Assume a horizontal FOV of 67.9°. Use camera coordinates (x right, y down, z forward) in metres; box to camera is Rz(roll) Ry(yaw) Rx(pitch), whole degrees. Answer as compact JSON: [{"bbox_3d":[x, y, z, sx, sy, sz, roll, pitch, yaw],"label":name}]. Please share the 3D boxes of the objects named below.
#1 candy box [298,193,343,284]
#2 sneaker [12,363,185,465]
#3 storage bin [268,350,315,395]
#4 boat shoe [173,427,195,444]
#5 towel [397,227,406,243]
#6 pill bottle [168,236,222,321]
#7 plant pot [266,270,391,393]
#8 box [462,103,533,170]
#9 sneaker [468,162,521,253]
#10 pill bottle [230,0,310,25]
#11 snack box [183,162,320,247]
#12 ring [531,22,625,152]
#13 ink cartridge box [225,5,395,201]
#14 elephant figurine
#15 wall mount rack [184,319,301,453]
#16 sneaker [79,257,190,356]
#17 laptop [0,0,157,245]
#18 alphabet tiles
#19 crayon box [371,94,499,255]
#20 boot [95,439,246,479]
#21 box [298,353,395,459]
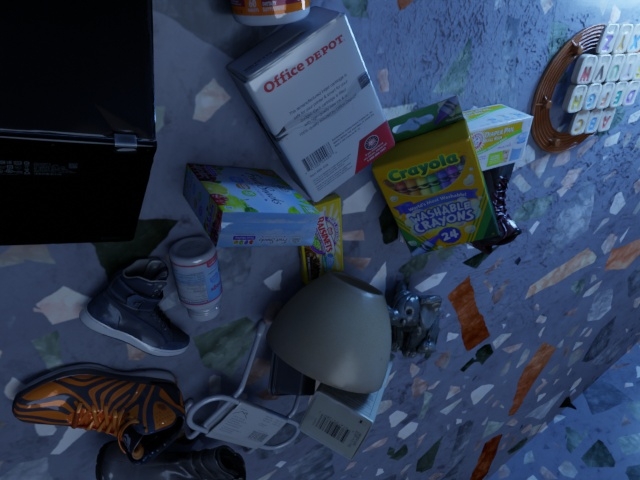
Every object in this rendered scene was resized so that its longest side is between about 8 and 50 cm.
[{"bbox_3d":[0.000,0.000,1.073,0.105,0.027,0.205,-21,129,-22],"label":"candy box"},{"bbox_3d":[-0.416,0.344,0.934,0.321,0.180,0.124,6,116,-35],"label":"sneaker"},{"bbox_3d":[-0.054,0.307,1.130,0.098,0.091,0.135,19,75,-48],"label":"storage bin"},{"bbox_3d":[-0.354,0.446,1.120,0.064,0.060,0.178,-36,132,-7],"label":"boat shoe"},{"bbox_3d":[0.273,-0.086,1.190,0.197,0.029,0.144,-22,126,-19],"label":"towel"},{"bbox_3d":[-0.239,0.078,0.933,0.087,0.087,0.160,-17,128,-22],"label":"pill bottle"},{"bbox_3d":[0.044,0.180,1.066,0.284,0.284,0.191,17,99,-38],"label":"plant pot"},{"bbox_3d":[0.368,-0.234,1.098,0.203,0.103,0.114,-17,128,-22],"label":"box"},{"bbox_3d":[0.466,-0.090,1.213,0.106,0.162,0.281,2,118,-33],"label":"sneaker"},{"bbox_3d":[-0.082,-0.434,0.674,0.121,0.121,0.221,-20,128,-20],"label":"pill bottle"},{"bbox_3d":[-0.126,-0.064,0.830,0.175,0.207,0.070,0,119,-31],"label":"snack box"},{"bbox_3d":[0.688,-0.386,1.249,0.337,0.032,0.336,-16,126,-23],"label":"ring"},{"bbox_3d":[-0.009,-0.238,0.852,0.197,0.114,0.273,-36,133,-5],"label":"ink cartridge box"},{"bbox_3d":[0.240,0.187,1.254,0.169,0.186,0.239,-7,131,10],"label":"elephant figurine"},{"bbox_3d":[-0.158,0.375,1.161,0.304,0.130,0.350,-45,133,5],"label":"wall mount rack"},{"bbox_3d":[-0.314,0.130,0.921,0.163,0.086,0.226,-49,131,8],"label":"sneaker"},{"bbox_3d":[-0.451,-0.193,0.671,0.382,0.236,0.408,-2,148,-31],"label":"laptop"},{"bbox_3d":[0.746,-0.412,1.234,0.284,0.021,0.278,-12,125,-26],"label":"alphabet tiles"},{"bbox_3d":[0.242,-0.121,1.023,0.203,0.083,0.323,-16,128,22],"label":"crayon box"},{"bbox_3d":[-0.323,0.511,1.092,0.223,0.118,0.338,-17,146,12],"label":"boot"},{"bbox_3d":[0.076,0.364,1.171,0.121,0.148,0.311,-67,169,20],"label":"box"}]
